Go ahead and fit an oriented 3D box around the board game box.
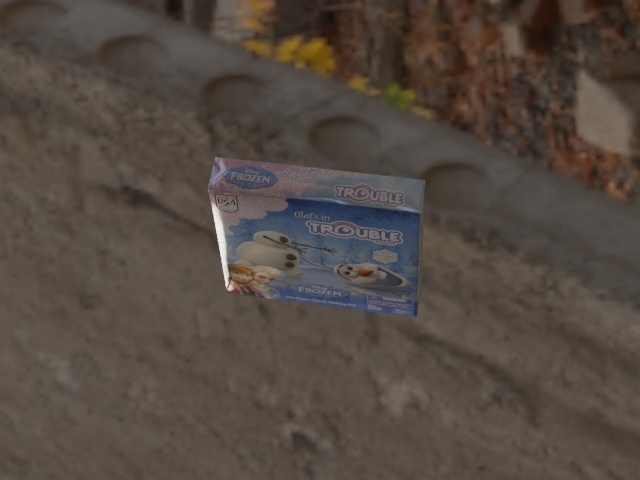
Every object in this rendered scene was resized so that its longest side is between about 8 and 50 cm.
[{"bbox_3d":[0.000,0.000,0.674,0.090,0.090,0.020,86,-167,-58],"label":"board game box"}]
